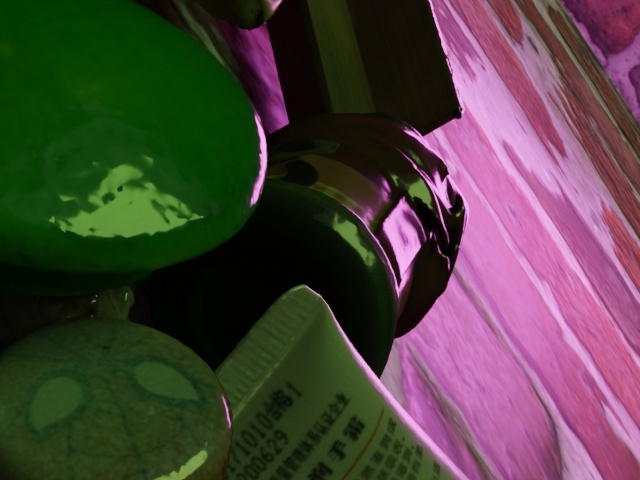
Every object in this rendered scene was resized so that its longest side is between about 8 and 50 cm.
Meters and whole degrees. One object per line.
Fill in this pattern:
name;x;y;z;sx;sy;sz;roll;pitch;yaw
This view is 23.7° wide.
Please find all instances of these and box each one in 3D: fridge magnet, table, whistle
fridge magnet;-0.123;-0.051;0.647;0.208;0.088;0.208;15;34;-10
table;0.024;-0.150;1.126;0.167;0.167;0.226;33;36;-50
whistle;-0.106;0.052;0.645;0.107;0.057;0.220;-8;47;-25

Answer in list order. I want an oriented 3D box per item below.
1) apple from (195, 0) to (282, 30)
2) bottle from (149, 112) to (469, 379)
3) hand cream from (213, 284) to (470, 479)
apple;-0.062;-0.285;1.037;0.193;0.120;0.265;24;54;10
bottle;0.000;0.000;0.883;0.156;0.143;0.271;15;22;10
hand cream;0.022;0.149;0.769;0.089;0.139;0.314;37;-7;43
